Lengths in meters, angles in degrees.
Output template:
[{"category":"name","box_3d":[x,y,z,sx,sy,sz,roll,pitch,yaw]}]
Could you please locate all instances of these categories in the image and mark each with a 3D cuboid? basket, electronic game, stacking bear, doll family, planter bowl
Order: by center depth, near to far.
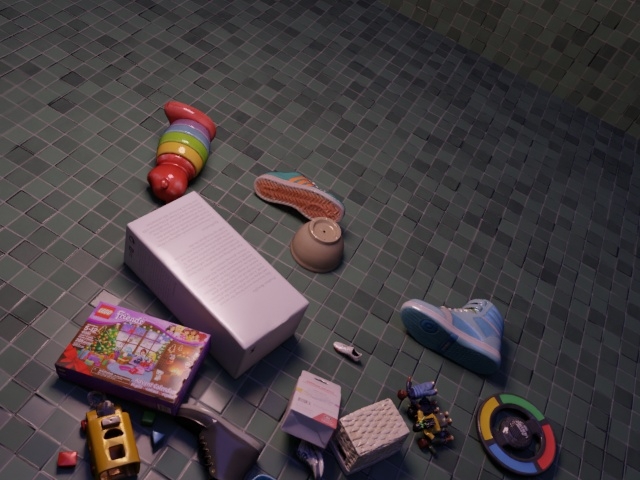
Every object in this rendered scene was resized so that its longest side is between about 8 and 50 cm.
[{"category":"basket","box_3d":[0.116,0.467,1.515,0.167,0.103,0.113,-15,57,-29]},{"category":"doll family","box_3d":[0.264,0.443,1.618,0.111,0.076,0.193,-8,49,-21]},{"category":"electronic game","box_3d":[0.517,0.509,1.669,0.229,0.048,0.229,11,48,-12]},{"category":"planter bowl","box_3d":[0.000,0.000,1.867,0.162,0.109,0.162,10,49,-12]},{"category":"stacking bear","box_3d":[-0.427,-0.244,1.891,0.164,0.175,0.289,13,57,0]}]

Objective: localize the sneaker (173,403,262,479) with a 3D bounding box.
[{"category":"sneaker","box_3d":[-0.250,0.456,1.401,0.222,0.083,0.118,27,52,7]}]

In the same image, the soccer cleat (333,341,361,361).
[{"category":"soccer cleat","box_3d":[0.073,0.294,1.693,0.083,0.036,0.029,34,48,9]}]

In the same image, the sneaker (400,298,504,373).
[{"category":"sneaker","box_3d":[0.387,0.224,1.816,0.319,0.127,0.208,34,49,-4]}]

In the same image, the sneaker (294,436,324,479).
[{"category":"sneaker","box_3d":[-0.030,0.501,1.474,0.058,0.052,0.135,-5,44,-16]}]

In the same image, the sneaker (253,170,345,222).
[{"category":"sneaker","box_3d":[-0.050,-0.151,1.960,0.302,0.108,0.121,23,36,13]}]

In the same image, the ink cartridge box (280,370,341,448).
[{"category":"ink cartridge box","box_3d":[-0.018,0.399,1.516,0.115,0.067,0.198,24,17,0]}]

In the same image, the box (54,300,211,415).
[{"category":"box","box_3d":[-0.429,0.268,1.470,0.293,0.057,0.201,15,44,7]}]

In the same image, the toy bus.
[{"category":"toy bus","box_3d":[-0.449,0.411,1.349,0.202,0.104,0.191,26,47,2]}]

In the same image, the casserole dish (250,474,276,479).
[{"category":"casserole dish","box_3d":[-0.096,0.595,1.372,0.188,0.037,0.114,32,48,8]}]

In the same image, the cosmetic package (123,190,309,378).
[{"category":"cosmetic package","box_3d":[-0.277,0.104,1.636,0.453,0.161,0.230,43,50,17]}]
